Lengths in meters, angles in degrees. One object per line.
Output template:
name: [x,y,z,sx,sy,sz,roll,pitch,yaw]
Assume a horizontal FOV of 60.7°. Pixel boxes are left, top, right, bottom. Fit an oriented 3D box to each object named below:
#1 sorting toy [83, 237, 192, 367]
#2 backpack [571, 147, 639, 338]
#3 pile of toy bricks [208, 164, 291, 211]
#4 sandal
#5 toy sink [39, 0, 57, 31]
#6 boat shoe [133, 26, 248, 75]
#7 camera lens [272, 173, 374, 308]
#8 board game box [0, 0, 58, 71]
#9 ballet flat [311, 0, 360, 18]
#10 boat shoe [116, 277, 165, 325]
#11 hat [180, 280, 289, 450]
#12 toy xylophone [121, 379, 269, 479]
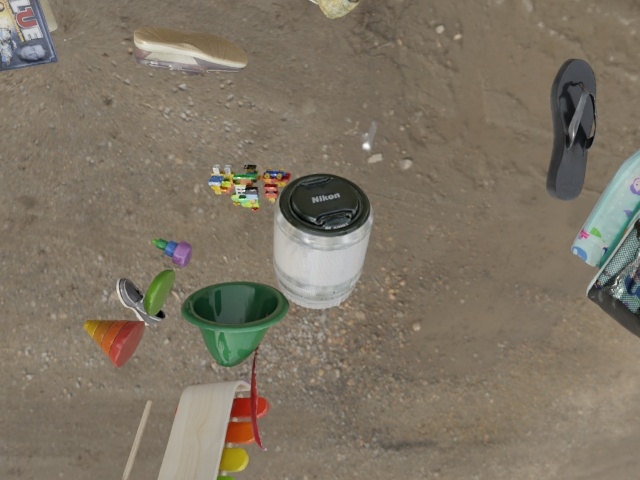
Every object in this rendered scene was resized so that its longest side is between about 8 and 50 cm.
sorting toy: [-0.455,0.129,1.358,0.126,0.127,0.365,24,55,2]
backpack: [0.447,-0.024,0.639,0.225,0.191,0.253,-13,139,-31]
pile of toy bricks: [-0.184,-0.123,1.406,0.212,0.118,0.105,4,132,11]
sandal: [0.469,-0.199,0.993,0.097,0.054,0.255,-3,98,-24]
toy sink: [-0.835,-0.573,1.398,0.234,0.153,0.131,-16,99,17]
boat shoe: [-0.331,-0.471,1.400,0.285,0.103,0.092,2,143,-24]
camera lens: [0.000,0.000,1.269,0.219,0.219,0.274,-15,141,-19]
board game box: [-0.618,-0.446,1.028,0.165,0.042,0.243,-17,133,-17]
ballet flat: [-0.050,-0.657,1.248,0.123,0.123,0.348,-45,107,-4]
boat shoe: [-0.516,0.173,1.581,0.065,0.075,0.206,-9,137,10]
hat: [-0.142,0.190,0.905,0.173,0.208,0.184,6,109,9]
toy xylophone: [-0.240,0.392,1.015,0.081,0.236,0.323,64,32,-43]
